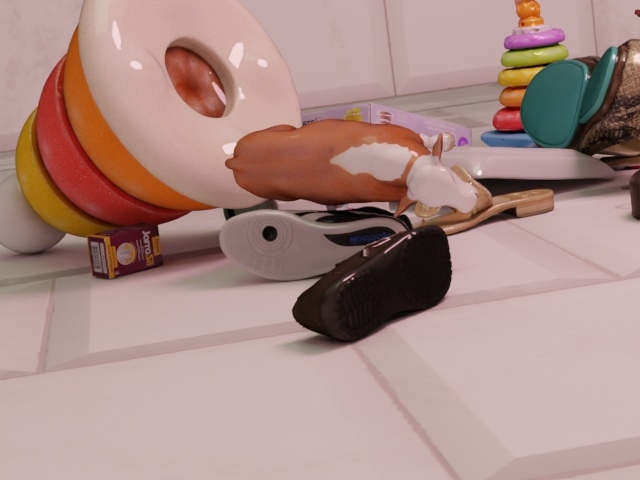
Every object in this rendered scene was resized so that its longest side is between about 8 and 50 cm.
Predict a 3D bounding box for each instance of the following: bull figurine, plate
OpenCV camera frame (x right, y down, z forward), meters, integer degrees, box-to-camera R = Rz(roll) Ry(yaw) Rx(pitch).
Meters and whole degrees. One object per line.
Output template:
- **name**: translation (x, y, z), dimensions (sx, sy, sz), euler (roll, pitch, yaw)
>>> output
- **bull figurine**: translation (0.048, -0.086, 1.658), dimensions (0.310, 0.101, 0.188), euler (8, 5, 25)
- **plate**: translation (0.233, -0.112, 2.070), dimensions (0.278, 0.045, 0.277), euler (-1, 4, -36)

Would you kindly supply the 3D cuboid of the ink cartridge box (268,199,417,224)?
- **ink cartridge box**: translation (0.029, -0.040, 1.888), dimensions (0.181, 0.061, 0.104), euler (-9, 10, -9)

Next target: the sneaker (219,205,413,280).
- **sneaker**: translation (0.000, 0.000, 1.674), dimensions (0.217, 0.079, 0.121), euler (3, 8, 9)

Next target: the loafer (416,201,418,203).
- **loafer**: translation (0.137, -0.076, 2.074), dimensions (0.045, 0.039, 0.125), euler (-12, 12, -23)

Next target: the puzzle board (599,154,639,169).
- **puzzle board**: translation (0.476, -0.118, 2.154), dimensions (0.128, 0.011, 0.096), euler (-3, 10, 20)

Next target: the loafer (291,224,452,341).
- **loafer**: translation (0.050, 0.034, 1.395), dimensions (0.078, 0.080, 0.220), euler (1, 13, 38)

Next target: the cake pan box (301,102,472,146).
- **cake pan box**: translation (0.069, -0.149, 2.249), dimensions (0.246, 0.070, 0.267), euler (-2, -7, 43)

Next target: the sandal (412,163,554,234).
- **sandal**: translation (0.186, -0.060, 1.834), dimensions (0.240, 0.079, 0.088), euler (-12, 11, -24)

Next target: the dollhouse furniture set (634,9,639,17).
- **dollhouse furniture set**: translation (0.605, -0.220, 2.112), dimensions (0.152, 0.201, 0.374), euler (-4, 16, -16)

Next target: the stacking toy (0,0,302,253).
- **stacking toy**: translation (-0.291, -0.121, 1.959), dimensions (0.480, 0.350, 0.350), euler (-31, -7, 38)

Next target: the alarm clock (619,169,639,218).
- **alarm clock**: translation (0.427, -0.064, 1.748), dimensions (0.129, 0.064, 0.192), euler (-12, 8, -24)

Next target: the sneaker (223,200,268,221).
- **sneaker**: translation (-0.064, -0.073, 2.065), dimensions (0.151, 0.094, 0.256), euler (-14, 5, 5)

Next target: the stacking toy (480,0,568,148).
- **stacking toy**: translation (0.365, -0.310, 2.478), dimensions (0.166, 0.302, 0.175), euler (-12, 10, -26)

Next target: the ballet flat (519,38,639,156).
- **ballet flat**: translation (0.428, -0.186, 2.091), dimensions (0.182, 0.164, 0.483), euler (17, -2, -6)

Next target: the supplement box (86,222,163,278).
- **supplement box**: translation (-0.245, 0.013, 1.816), dimensions (0.083, 0.055, 0.043), euler (-17, 15, -40)
